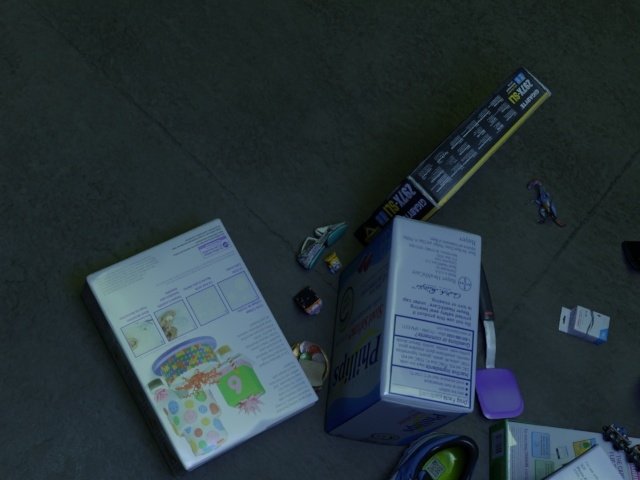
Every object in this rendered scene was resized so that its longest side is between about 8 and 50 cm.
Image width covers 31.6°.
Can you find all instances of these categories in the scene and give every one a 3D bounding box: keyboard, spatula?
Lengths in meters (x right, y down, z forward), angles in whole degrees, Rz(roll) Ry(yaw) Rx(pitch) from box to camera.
[{"bbox_3d":[0.661,0.048,2.133,0.192,0.038,0.100,2,46,-18],"label":"keyboard"},{"bbox_3d":[0.290,0.163,1.952,0.084,0.030,0.296,0,70,-20],"label":"spatula"}]

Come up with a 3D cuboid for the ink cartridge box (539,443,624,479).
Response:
[{"bbox_3d":[0.307,0.442,1.678,0.289,0.211,0.121,-29,74,-16],"label":"ink cartridge box"}]

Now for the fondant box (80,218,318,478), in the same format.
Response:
[{"bbox_3d":[-0.189,0.163,1.747,0.238,0.096,0.330,-25,79,-26],"label":"fondant box"}]

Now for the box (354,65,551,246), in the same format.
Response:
[{"bbox_3d":[0.219,-0.126,1.911,0.079,0.257,0.322,46,62,0],"label":"box"}]

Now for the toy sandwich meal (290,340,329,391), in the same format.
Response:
[{"bbox_3d":[-0.020,0.202,1.827,0.085,0.029,0.086,7,68,-17],"label":"toy sandwich meal"}]

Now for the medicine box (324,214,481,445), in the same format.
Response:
[{"bbox_3d":[0.127,0.150,1.768,0.149,0.263,0.289,13,66,-14],"label":"medicine box"}]

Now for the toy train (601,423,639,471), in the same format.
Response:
[{"bbox_3d":[0.534,0.360,1.889,0.158,0.027,0.036,43,59,0],"label":"toy train"}]

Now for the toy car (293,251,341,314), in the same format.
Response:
[{"bbox_3d":[0.009,0.078,1.873,0.122,0.060,0.040,-47,122,-21],"label":"toy car"}]

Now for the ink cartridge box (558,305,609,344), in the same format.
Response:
[{"bbox_3d":[0.472,0.149,2.022,0.083,0.028,0.048,20,65,-11],"label":"ink cartridge box"}]

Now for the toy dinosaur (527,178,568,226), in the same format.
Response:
[{"bbox_3d":[0.412,-0.072,2.092,0.090,0.047,0.082,30,47,-44],"label":"toy dinosaur"}]

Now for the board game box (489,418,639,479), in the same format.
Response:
[{"bbox_3d":[0.436,0.439,1.878,0.316,0.064,0.242,10,67,-15],"label":"board game box"}]

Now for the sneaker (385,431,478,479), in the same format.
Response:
[{"bbox_3d":[0.130,0.414,1.734,0.130,0.147,0.330,41,63,-1],"label":"sneaker"}]

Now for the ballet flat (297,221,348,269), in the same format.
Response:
[{"bbox_3d":[0.000,0.000,1.909,0.041,0.041,0.114,43,62,0],"label":"ballet flat"}]
